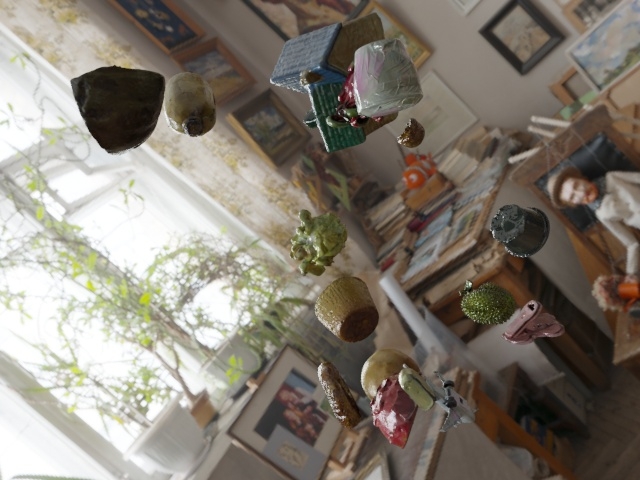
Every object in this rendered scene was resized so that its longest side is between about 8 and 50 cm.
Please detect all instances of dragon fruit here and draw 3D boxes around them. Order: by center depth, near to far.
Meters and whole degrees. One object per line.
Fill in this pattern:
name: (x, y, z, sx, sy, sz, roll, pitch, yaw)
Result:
dragon fruit: (0.153, -0.437, 1.690, 0.273, 0.198, 0.218, -65, 14, 12)
dragon fruit: (0.269, 0.541, 1.905, 0.262, 0.163, 0.189, -65, 10, -24)

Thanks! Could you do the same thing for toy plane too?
toy plane: (0.468, 0.580, 2.019, 0.101, 0.255, 0.251, -44, 22, 33)

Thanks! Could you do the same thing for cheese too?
cheese: (0.278, 0.419, 1.706, 0.054, 0.127, 0.251, -42, 2, 3)

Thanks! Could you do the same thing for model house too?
model house: (0.037, -0.521, 1.930, 0.342, 0.382, 0.334, -36, 25, -31)

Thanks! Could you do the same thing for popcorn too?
popcorn: (0.000, 0.000, 1.365, 0.141, 0.162, 0.135, -19, -10, 18)

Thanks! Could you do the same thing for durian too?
durian: (0.597, 0.234, 2.030, 0.159, 0.198, 0.146, -55, -36, -68)

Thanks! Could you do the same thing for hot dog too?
hot dog: (0.313, -0.368, 1.960, 0.099, 0.065, 0.147, -57, -20, 15)

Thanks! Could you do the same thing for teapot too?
teapot: (0.171, -0.409, 1.413, 0.163, 0.178, 0.221, -9, 6, 32)

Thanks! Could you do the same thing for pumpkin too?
pumpkin: (-0.414, -0.280, 1.279, 0.169, 0.148, 0.312, -13, 3, -2)

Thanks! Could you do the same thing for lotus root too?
lotus root: (-0.408, -0.419, 1.783, 0.146, 0.160, 0.284, 96, 161, -44)

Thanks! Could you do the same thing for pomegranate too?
pomegranate: (0.269, 0.519, 2.130, 0.233, 0.233, 0.233, -47, 5, 5)

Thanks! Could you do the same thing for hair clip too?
hair clip: (0.584, 0.245, 1.563, 0.138, 0.102, 0.123, -52, 8, 5)

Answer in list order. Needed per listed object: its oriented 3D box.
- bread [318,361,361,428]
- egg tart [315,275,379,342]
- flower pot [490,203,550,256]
bread: (0.045, 0.407, 1.494, 0.064, 0.193, 0.193, -28, 5, -1)
egg tart: (0.100, 0.234, 1.841, 0.202, 0.202, 0.147, -47, 40, 4)
flower pot: (0.580, -0.039, 1.679, 0.157, 0.107, 0.157, -28, 52, 43)
